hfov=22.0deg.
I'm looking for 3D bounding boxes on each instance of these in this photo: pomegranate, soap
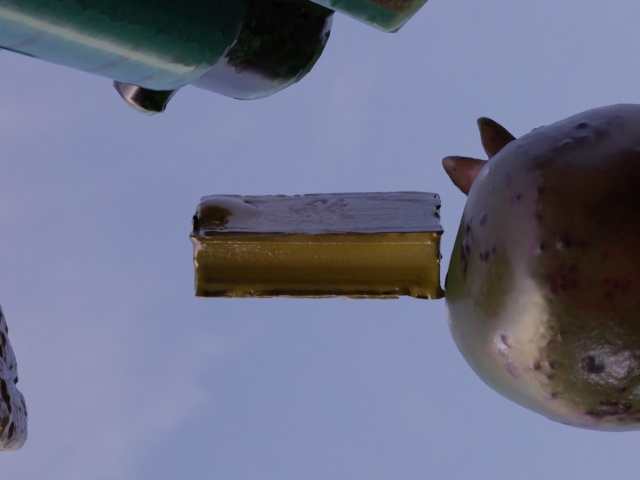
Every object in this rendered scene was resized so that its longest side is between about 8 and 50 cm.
[{"bbox_3d":[0.218,0.023,1.381,0.291,0.323,0.291,-6,-80,-40],"label":"pomegranate"},{"bbox_3d":[0.000,0.002,1.520,0.135,0.233,0.076,-85,-4,-72],"label":"soap"}]

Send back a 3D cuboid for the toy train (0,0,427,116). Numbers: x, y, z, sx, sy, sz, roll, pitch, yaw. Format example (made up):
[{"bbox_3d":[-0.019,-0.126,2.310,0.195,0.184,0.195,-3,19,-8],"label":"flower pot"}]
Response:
[{"bbox_3d":[-0.063,-0.120,0.495,0.194,0.120,0.298,-46,-25,18],"label":"toy train"}]

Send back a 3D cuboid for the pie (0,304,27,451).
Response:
[{"bbox_3d":[-0.318,0.020,1.330,0.083,0.339,0.339,-19,-59,-5],"label":"pie"}]
